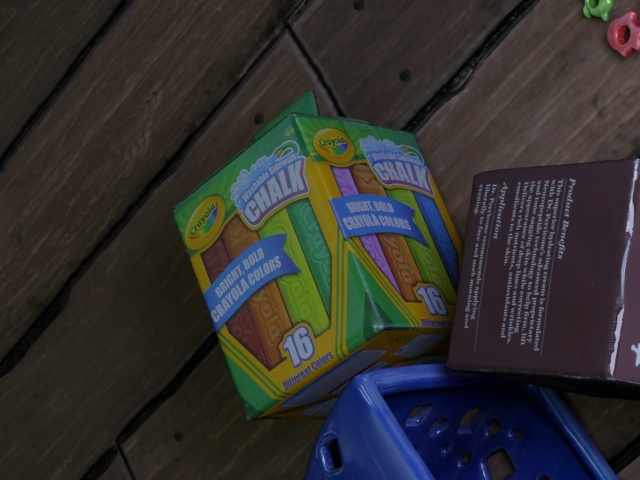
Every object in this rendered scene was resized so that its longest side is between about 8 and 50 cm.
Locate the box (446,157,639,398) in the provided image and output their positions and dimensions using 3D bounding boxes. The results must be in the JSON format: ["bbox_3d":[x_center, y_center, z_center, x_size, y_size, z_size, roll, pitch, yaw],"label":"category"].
[{"bbox_3d":[0.232,0.037,1.462,0.203,0.167,0.168,-1,78,57],"label":"box"}]

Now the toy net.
[{"bbox_3d":[0.282,-0.187,1.524,0.232,0.045,0.122,53,130,43],"label":"toy net"}]

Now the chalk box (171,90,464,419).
[{"bbox_3d":[0.000,0.000,1.704,0.180,0.179,0.289,-39,63,32],"label":"chalk box"}]

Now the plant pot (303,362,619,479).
[{"bbox_3d":[0.110,0.255,1.558,0.212,0.236,0.236,-53,56,33],"label":"plant pot"}]
